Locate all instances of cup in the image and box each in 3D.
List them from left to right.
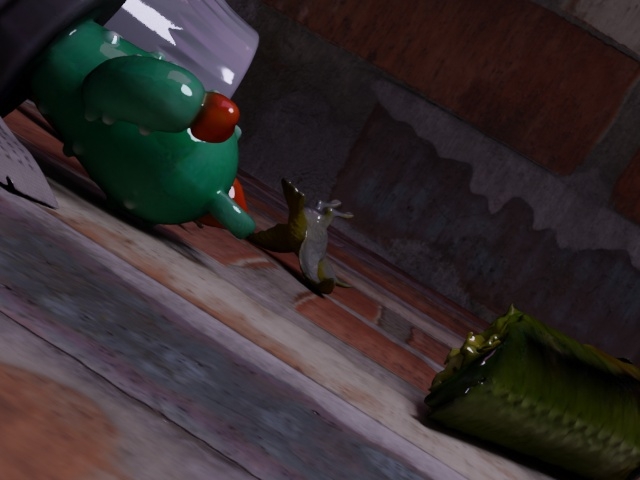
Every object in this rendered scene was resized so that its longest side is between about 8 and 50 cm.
[{"bbox_3d":[-0.281,-0.270,1.790,0.371,0.253,0.253,34,2,-15],"label":"cup"}]

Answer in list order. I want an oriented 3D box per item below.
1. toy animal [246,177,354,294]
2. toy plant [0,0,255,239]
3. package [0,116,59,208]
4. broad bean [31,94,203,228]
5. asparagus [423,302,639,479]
[{"bbox_3d":[0.000,0.000,1.644,0.155,0.095,0.219,24,8,-38],"label":"toy animal"},{"bbox_3d":[-0.199,-0.147,1.196,0.400,0.185,0.279,49,-31,-5],"label":"toy plant"},{"bbox_3d":[-0.299,-0.123,0.990,0.251,0.062,0.204,37,6,23],"label":"package"},{"bbox_3d":[-0.206,-0.101,1.497,0.339,0.061,0.077,34,15,38],"label":"broad bean"},{"bbox_3d":[0.187,0.130,1.247,0.108,0.128,0.382,-11,-23,34],"label":"asparagus"}]
